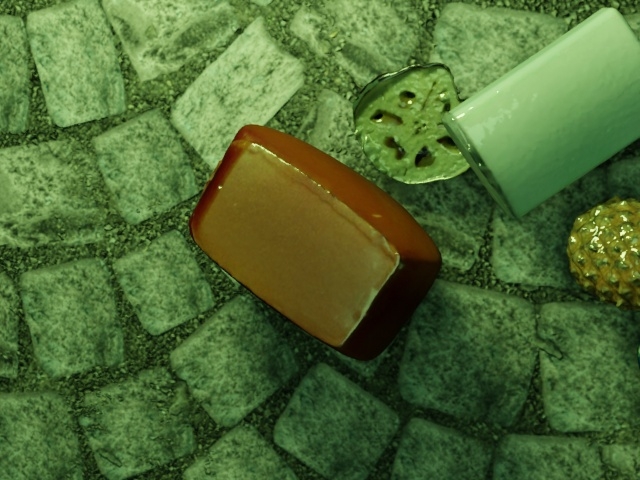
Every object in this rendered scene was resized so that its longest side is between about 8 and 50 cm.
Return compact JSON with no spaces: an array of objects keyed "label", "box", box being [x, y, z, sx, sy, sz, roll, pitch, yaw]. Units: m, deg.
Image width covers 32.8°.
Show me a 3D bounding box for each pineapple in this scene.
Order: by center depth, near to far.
[{"label":"pineapple","box":[0.502,0.055,1.499,0.340,0.169,0.169,34,108,52]}]

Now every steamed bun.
[{"label":"steamed bun","box":[0.000,0.000,1.654,0.379,0.248,0.235,36,101,19]}]

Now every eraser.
[{"label":"eraser","box":[0.346,-0.182,1.583,0.290,0.104,0.189,-33,98,2]}]

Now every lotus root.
[{"label":"lotus root","box":[0.158,-0.186,1.684,0.203,0.078,0.183,-6,106,19]}]

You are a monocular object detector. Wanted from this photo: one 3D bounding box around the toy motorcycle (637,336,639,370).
[{"label":"toy motorcycle","box":[0.595,0.152,1.584,0.196,0.125,0.331,45,109,5]}]
